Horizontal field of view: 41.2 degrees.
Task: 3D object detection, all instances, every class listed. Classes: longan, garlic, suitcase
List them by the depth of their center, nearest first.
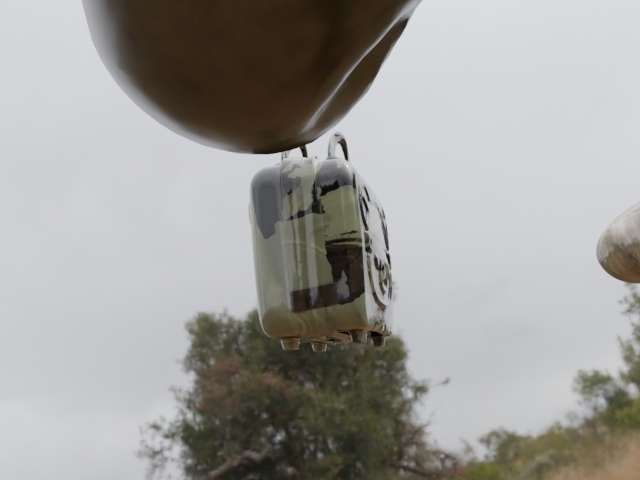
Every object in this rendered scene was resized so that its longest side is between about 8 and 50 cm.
[{"bbox_3d":[-0.060,-0.214,0.657,0.288,0.288,0.350,-9,-31,-20],"label":"longan"},{"bbox_3d":[0.000,0.000,1.326,0.193,0.339,0.351,-7,-9,11],"label":"suitcase"},{"bbox_3d":[0.636,-0.004,1.615,0.227,0.152,0.228,-34,-11,-8],"label":"garlic"}]
